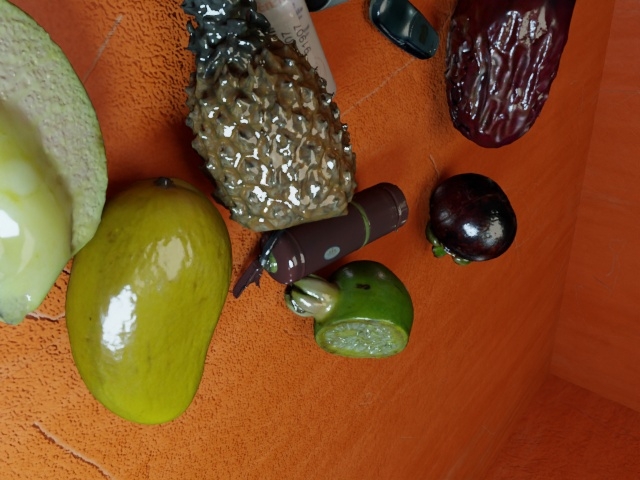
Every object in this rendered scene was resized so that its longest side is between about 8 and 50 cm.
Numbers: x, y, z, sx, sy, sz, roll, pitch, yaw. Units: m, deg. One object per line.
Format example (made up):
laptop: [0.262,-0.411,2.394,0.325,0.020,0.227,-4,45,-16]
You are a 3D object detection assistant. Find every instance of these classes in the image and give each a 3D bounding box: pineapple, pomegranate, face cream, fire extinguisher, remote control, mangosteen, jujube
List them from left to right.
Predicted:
pineapple: [-0.086,-0.189,0.631,0.202,0.201,0.362,-44,130,-30]
face cream: [-0.055,-0.296,0.702,0.082,0.081,0.269,-53,141,-21]
fire extinguisher: [0.000,0.000,0.904,0.341,0.105,0.142,-25,147,-35]
pomegranate: [0.053,0.118,0.998,0.190,0.240,0.159,95,-3,-55]
remote control: [0.155,-0.388,0.955,0.221,0.042,0.072,10,101,-54]
mangosteen: [0.342,-0.050,1.243,0.216,0.216,0.216,-27,127,-42]
jujube: [0.377,-0.385,1.084,0.258,0.258,0.377,-35,148,-37]

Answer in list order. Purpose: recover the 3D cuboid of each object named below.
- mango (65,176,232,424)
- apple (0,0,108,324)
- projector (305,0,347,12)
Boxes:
mango: [-0.209,0.082,0.643,0.195,0.142,0.332,0,109,-47]
apple: [-0.296,-0.083,0.473,0.193,0.119,0.265,-54,145,-39]
projector: [0.086,-0.435,0.793,0.337,0.108,0.108,-37,133,-36]
